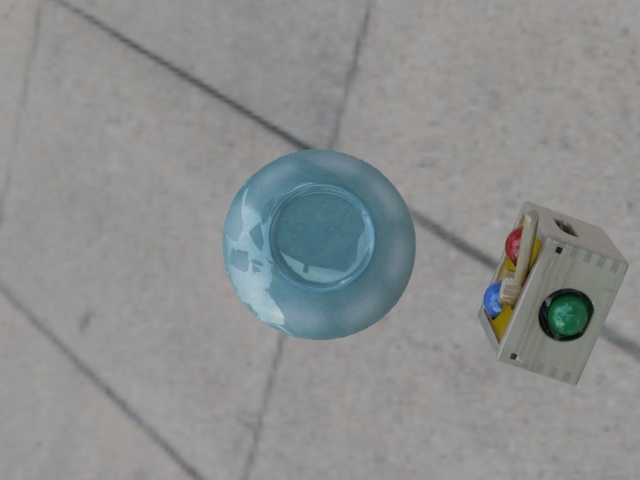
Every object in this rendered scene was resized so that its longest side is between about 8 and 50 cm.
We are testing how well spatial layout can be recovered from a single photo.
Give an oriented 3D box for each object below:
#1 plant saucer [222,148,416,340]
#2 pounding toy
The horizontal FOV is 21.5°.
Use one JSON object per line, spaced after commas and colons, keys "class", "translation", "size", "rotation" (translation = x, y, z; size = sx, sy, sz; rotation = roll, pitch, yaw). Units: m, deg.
{"class": "plant saucer", "translation": [0.000, 0.000, 1.662], "size": [0.037, 0.195, 0.195], "rotation": [106, 158, -78]}
{"class": "pounding toy", "translation": [0.178, 0.032, 1.354], "size": [0.141, 0.100, 0.130], "rotation": [-100, 30, -74]}
